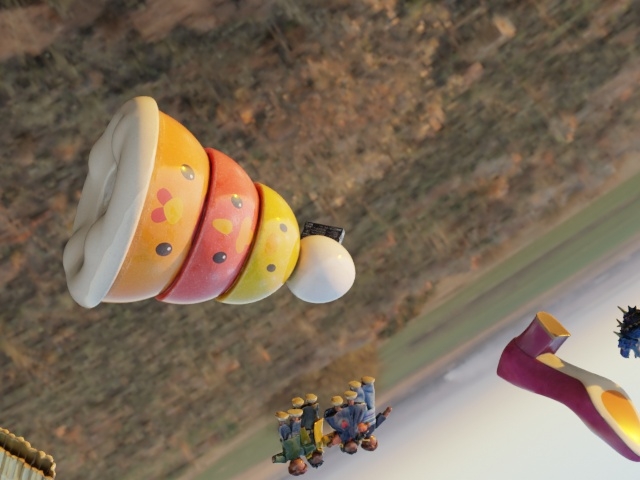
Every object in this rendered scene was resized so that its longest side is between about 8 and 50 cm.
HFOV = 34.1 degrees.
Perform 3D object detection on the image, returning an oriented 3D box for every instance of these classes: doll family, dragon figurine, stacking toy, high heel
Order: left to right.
[{"bbox_3d":[-0.154,-0.012,1.736,0.480,0.350,0.350,16,144,-22],"label":"stacking toy"},{"bbox_3d":[0.018,0.266,1.460,0.193,0.111,0.076,-14,-165,-12],"label":"doll family"},{"bbox_3d":[0.323,0.215,1.366,0.082,0.244,0.117,-2,133,-42],"label":"high heel"},{"bbox_3d":[0.463,0.060,1.343,0.144,0.085,0.289,5,140,6],"label":"dragon figurine"}]

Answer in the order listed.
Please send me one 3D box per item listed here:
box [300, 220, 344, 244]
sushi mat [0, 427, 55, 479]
[{"bbox_3d":[0.000,0.000,2.115,0.018,0.083,0.067,68,37,-60],"label":"box"},{"bbox_3d":[-0.290,0.236,0.789,0.019,0.151,0.316,-39,158,-55],"label":"sushi mat"}]
